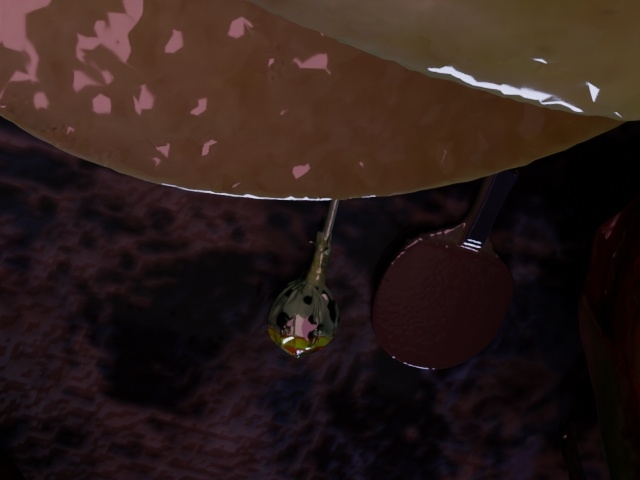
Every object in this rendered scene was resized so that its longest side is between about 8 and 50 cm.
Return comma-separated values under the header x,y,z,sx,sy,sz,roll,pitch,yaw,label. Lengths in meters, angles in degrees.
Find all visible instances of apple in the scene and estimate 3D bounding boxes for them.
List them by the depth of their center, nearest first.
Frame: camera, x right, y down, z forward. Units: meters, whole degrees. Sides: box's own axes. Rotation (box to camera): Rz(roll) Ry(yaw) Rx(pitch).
x,y,z,sx,sy,sz,roll,pitch,yaw,label
0.023,-0.138,0.436,0.254,0.292,0.292,9,113,-20,apple

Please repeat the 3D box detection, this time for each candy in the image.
x,y,z,sx,sy,sz,roll,pitch,yaw,label
0.000,0.000,0.652,0.025,0.023,0.083,12,106,0,candy

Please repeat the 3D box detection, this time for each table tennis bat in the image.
x,y,z,sx,sy,sz,roll,pitch,yaw,label
0.048,0.009,0.672,0.050,0.007,0.083,17,113,-18,table tennis bat

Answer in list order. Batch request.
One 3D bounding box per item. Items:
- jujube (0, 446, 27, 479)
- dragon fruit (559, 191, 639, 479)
x,y,z,sx,sy,sz,roll,pitch,yaw,label
-0.240,0.195,0.584,0.258,0.258,0.377,37,98,-24,jujube
0.181,0.048,0.576,0.233,0.293,0.234,22,135,23,dragon fruit
